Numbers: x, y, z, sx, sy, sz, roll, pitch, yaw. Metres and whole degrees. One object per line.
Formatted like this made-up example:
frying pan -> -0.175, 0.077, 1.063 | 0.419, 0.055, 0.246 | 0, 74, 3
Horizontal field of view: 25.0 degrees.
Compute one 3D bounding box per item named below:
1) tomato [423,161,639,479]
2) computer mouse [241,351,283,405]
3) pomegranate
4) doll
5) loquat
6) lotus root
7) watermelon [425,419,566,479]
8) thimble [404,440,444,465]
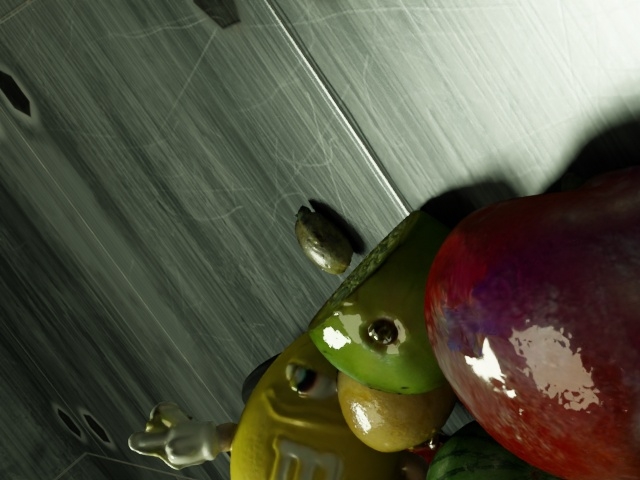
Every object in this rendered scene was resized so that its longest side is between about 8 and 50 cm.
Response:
tomato -> 0.202, 0.093, 1.274 | 0.335, 0.176, 0.290 | 162, 95, -69
computer mouse -> -0.011, 0.205, 1.987 | 0.264, 0.147, 0.088 | 27, 130, 44
pomegranate -> 0.091, 0.086, 1.563 | 0.159, 0.190, 0.241 | 43, 156, -6
doll -> -0.034, 0.311, 1.789 | 0.161, 0.348, 0.423 | 93, 156, -77
loquat -> 0.090, 0.173, 1.682 | 0.163, 0.137, 0.163 | 59, -165, -28
lotus root -> 0.000, 0.000, 1.760 | 0.099, 0.049, 0.054 | 50, 159, 11
watermelon -> 0.210, 0.303, 1.681 | 0.188, 0.188, 0.215 | 45, 150, 9
thimble -> 0.166, 0.451, 1.932 | 0.350, 0.230, 0.350 | 39, 157, 21
